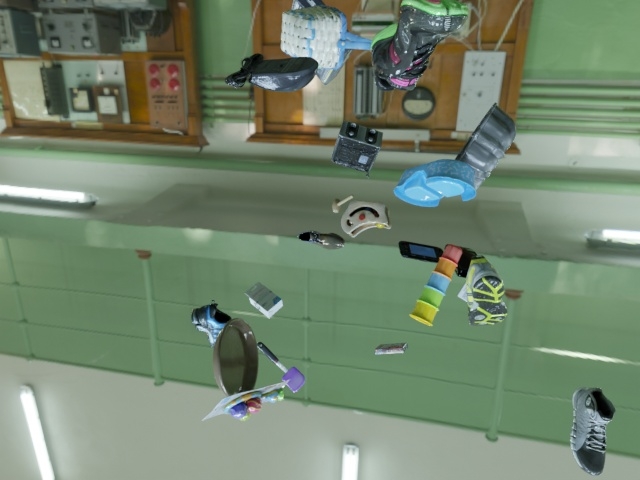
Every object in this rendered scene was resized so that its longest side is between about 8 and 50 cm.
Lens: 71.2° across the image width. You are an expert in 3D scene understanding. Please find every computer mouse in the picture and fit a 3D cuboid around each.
[{"bbox_3d":[-0.126,-0.486,1.318,0.272,0.072,0.189,10,-133,25],"label":"computer mouse"}]

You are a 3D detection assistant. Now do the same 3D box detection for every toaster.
[{"bbox_3d":[0.140,-0.355,1.719,0.167,0.186,0.110,17,-121,-2],"label":"toaster"}]

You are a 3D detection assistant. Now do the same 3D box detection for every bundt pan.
[{"bbox_3d":[0.557,-0.302,1.555,0.124,0.331,0.331,34,-155,6],"label":"bundt pan"}]

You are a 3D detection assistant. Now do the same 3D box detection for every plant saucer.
[{"bbox_3d":[-0.285,0.403,1.510,0.041,0.278,0.278,-9,-165,17],"label":"plant saucer"}]

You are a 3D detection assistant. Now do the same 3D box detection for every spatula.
[{"bbox_3d":[-0.182,0.557,2.004,0.084,0.296,0.030,-43,-161,-11],"label":"spatula"}]

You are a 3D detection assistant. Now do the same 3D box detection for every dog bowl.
[{"bbox_3d":[0.367,-0.184,1.437,0.165,0.074,0.297,23,164,-26],"label":"dog bowl"}]

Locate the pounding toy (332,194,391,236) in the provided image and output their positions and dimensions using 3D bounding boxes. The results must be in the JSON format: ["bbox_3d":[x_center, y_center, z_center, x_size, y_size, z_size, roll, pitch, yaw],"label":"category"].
[{"bbox_3d":[0.164,-0.103,1.947,0.269,0.154,0.155,6,168,26],"label":"pounding toy"}]

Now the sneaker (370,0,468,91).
[{"bbox_3d":[0.269,-0.538,1.268,0.185,0.203,0.483,2,-175,-8],"label":"sneaker"}]

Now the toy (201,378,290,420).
[{"bbox_3d":[-0.197,0.467,1.262,0.237,0.137,0.056,-1,-130,-49],"label":"toy"}]

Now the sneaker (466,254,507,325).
[{"bbox_3d":[0.632,0.203,1.717,0.145,0.385,0.147,-7,-130,8],"label":"sneaker"}]

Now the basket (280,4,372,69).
[{"bbox_3d":[0.019,-0.713,1.570,0.288,0.201,0.255,-15,-143,-26],"label":"basket"}]

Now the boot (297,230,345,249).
[{"bbox_3d":[0.000,0.000,2.042,0.219,0.082,0.106,11,-172,38],"label":"boot"}]

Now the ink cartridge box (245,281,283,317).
[{"bbox_3d":[-0.293,0.305,2.313,0.180,0.060,0.104,33,-122,30],"label":"ink cartridge box"}]

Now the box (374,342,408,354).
[{"bbox_3d":[0.332,0.505,2.087,0.136,0.027,0.094,-10,177,24],"label":"box"}]

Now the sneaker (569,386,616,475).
[{"bbox_3d":[0.735,0.505,1.197,0.086,0.229,0.132,5,156,6],"label":"sneaker"}]

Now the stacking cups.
[{"bbox_3d":[0.444,0.161,1.701,0.095,0.316,0.096,25,173,3],"label":"stacking cups"}]

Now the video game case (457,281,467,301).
[{"bbox_3d":[0.813,0.268,2.301,0.157,0.143,0.019,31,-165,11],"label":"video game case"}]

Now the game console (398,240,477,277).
[{"bbox_3d":[0.503,0.071,1.867,0.360,0.044,0.213,10,-153,-6],"label":"game console"}]

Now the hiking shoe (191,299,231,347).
[{"bbox_3d":[-0.438,0.397,1.981,0.132,0.304,0.113,-26,-143,12],"label":"hiking shoe"}]

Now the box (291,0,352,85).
[{"bbox_3d":[-0.013,-0.924,2.061,0.097,0.318,0.395,-43,-173,-9],"label":"box"}]
